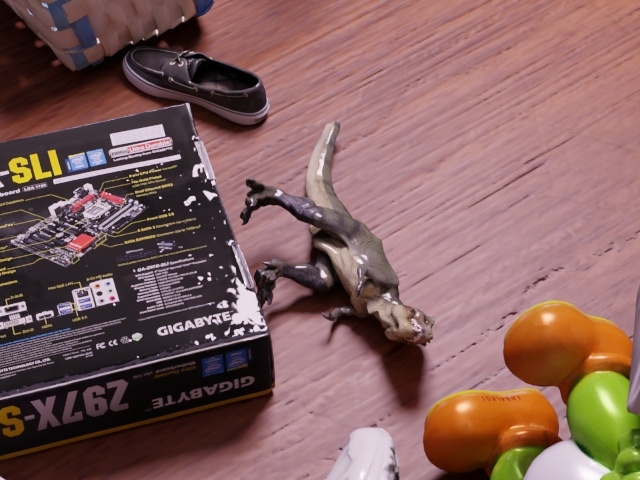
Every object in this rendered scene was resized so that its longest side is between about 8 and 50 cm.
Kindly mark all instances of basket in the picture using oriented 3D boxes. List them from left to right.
[{"bbox_3d":[-0.167,-0.307,1.611,0.289,0.201,0.255,-38,57,-17],"label":"basket"}]

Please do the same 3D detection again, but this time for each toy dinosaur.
[{"bbox_3d":[0.000,0.000,1.433,0.118,0.064,0.268,0,43,-24],"label":"toy dinosaur"}]

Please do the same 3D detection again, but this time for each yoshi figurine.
[{"bbox_3d":[0.165,0.222,1.164,0.203,0.203,0.362,-23,53,2],"label":"yoshi figurine"}]

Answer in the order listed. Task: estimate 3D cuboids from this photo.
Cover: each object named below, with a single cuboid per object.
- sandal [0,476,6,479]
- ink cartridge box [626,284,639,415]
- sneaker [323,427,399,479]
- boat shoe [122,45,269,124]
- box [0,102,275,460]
[{"bbox_3d":[-0.222,0.258,1.129,0.169,0.102,0.416,-26,40,-8],"label":"sandal"},{"bbox_3d":[0.409,0.065,1.186,0.394,0.166,0.285,20,15,6],"label":"ink cartridge box"},{"bbox_3d":[-0.015,0.214,1.229,0.115,0.090,0.232,9,47,16],"label":"sneaker"},{"bbox_3d":[-0.107,-0.143,1.573,0.142,0.040,0.049,21,52,18],"label":"boat shoe"},{"bbox_3d":[-0.221,0.036,1.394,0.322,0.079,0.257,-14,48,-11],"label":"box"}]
